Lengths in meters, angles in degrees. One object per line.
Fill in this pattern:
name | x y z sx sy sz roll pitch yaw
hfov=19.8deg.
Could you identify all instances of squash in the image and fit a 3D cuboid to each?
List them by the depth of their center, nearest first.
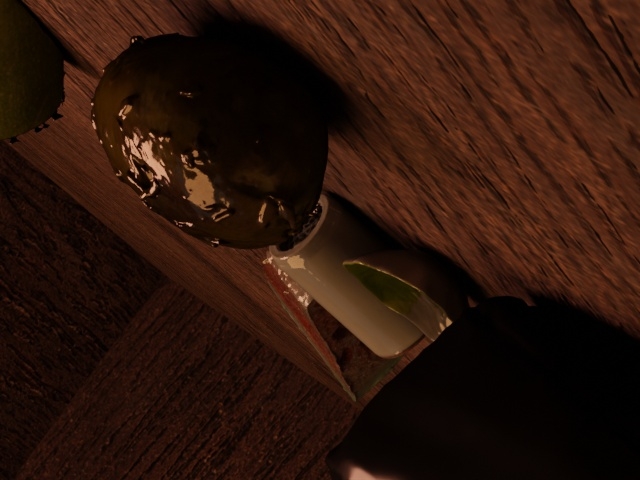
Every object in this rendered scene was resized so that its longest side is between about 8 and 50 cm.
squash | -0.320 -0.231 1.633 0.189 0.189 0.260 33 137 31

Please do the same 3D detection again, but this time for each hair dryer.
hair dryer | 0.000 0.000 1.481 0.131 0.073 0.236 41 -179 -26

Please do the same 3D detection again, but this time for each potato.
potato | -0.068 -0.059 1.101 0.149 0.113 0.251 35 173 -18

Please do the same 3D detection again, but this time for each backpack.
backpack | 0.220 0.246 1.219 0.445 0.255 0.363 37 -179 -33

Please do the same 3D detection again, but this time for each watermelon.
watermelon | 0.004 0.051 1.738 0.154 0.094 0.241 45 175 16

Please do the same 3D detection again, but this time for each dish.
dish | 0.082 0.039 1.349 0.091 0.039 0.137 19 162 46
